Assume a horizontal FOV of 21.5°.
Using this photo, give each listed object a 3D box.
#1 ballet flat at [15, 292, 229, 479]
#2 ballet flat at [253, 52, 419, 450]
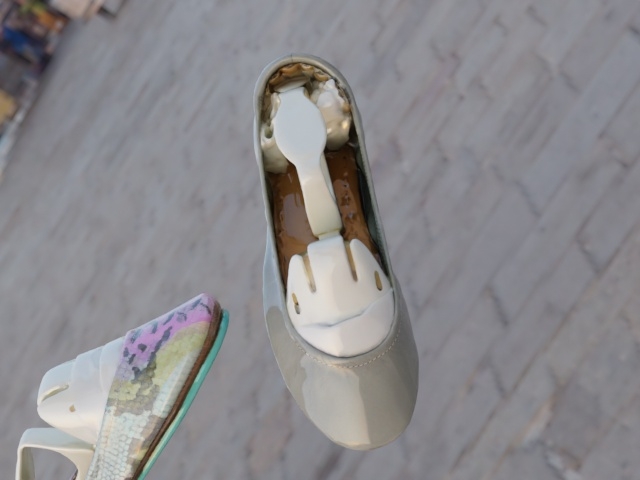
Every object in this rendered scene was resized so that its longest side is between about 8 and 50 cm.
[{"bbox_3d":[-0.119,0.110,0.894,0.077,0.079,0.221,-75,9,-56],"label":"ballet flat"},{"bbox_3d":[0.000,0.000,0.847,0.068,0.072,0.213,75,-177,-63],"label":"ballet flat"}]
